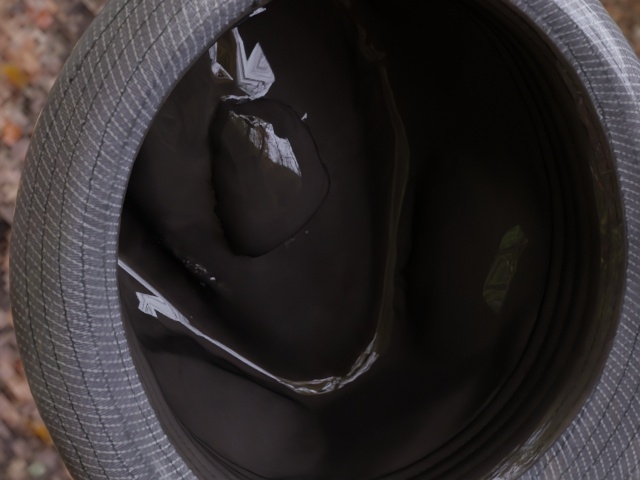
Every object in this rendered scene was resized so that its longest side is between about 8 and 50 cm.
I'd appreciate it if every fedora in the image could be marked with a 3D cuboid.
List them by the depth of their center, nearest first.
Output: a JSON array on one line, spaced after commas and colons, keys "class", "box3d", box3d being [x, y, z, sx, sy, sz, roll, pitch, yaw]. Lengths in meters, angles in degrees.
[{"class": "fedora", "box3d": [0.000, 0.000, 0.671, 0.275, 0.243, 0.124, 57, -12, -30]}]
